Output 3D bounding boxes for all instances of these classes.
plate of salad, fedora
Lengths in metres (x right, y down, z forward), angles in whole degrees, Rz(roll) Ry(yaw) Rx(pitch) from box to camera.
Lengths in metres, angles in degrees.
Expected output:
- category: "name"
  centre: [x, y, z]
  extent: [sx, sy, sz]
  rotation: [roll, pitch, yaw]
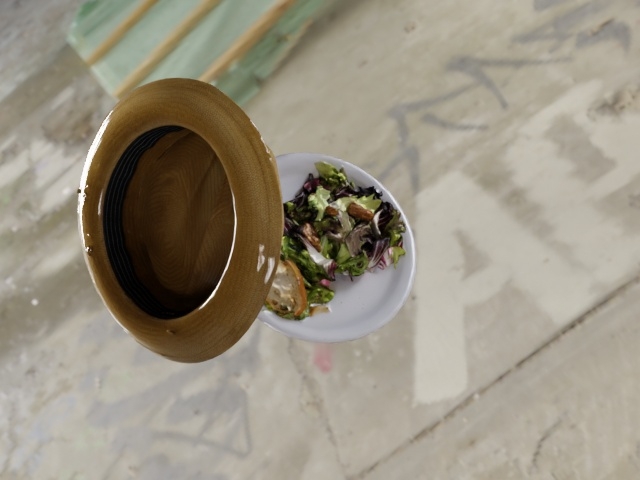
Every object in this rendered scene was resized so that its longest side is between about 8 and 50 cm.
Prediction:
- category: "plate of salad"
  centre: [0.000, 0.000, 1.094]
  extent: [0.200, 0.200, 0.048]
  rotation: [-59, 0, -30]
- category: "fedora"
  centre: [-0.080, -0.015, 0.779]
  extent: [0.194, 0.194, 0.079]
  rotation: [-12, 2, 39]
